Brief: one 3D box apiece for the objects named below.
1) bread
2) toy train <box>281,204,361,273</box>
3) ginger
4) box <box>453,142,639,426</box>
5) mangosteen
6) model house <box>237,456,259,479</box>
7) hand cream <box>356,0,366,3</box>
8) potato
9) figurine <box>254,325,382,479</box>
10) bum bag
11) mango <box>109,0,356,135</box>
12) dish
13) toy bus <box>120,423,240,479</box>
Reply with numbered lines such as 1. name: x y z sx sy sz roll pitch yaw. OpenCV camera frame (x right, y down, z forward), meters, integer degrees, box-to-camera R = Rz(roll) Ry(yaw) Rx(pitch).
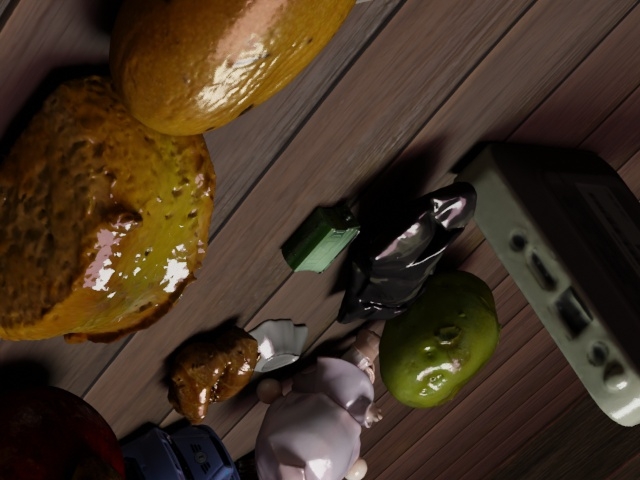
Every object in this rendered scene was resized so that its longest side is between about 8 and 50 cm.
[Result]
1. bread: -0.182 -0.002 1.002 0.260 0.147 0.160 -45 159 26
2. toy train: 0.000 0.000 1.410 0.056 0.038 0.093 -3 144 -48
3. ginger: -0.137 0.173 1.534 0.103 0.073 0.162 -18 155 -33
4. box: 0.360 0.041 1.561 0.090 0.367 0.373 -44 157 28
5. mangosteen: -0.287 0.266 1.272 0.215 0.257 0.215 -20 127 -29
6. model house: -0.065 0.413 2.066 0.164 0.141 0.203 -35 159 32
7. hand cream: 0.077 -0.227 1.038 0.209 0.043 0.067 -17 155 -24
8. potato: 0.164 0.136 1.731 0.253 0.148 0.186 -46 154 -52
9. figurine: 0.007 0.246 1.757 0.276 0.200 0.133 -53 -170 -36
10. bum bag: 0.092 0.023 1.516 0.144 0.095 0.340 -31 168 -16
11. mango: -0.043 -0.174 0.879 0.262 0.109 0.157 -46 152 24
12. dish: -0.058 0.143 1.630 0.091 0.039 0.137 -45 155 26
13. toy bus: -0.254 0.340 1.655 0.292 0.125 0.133 -27 149 -10
